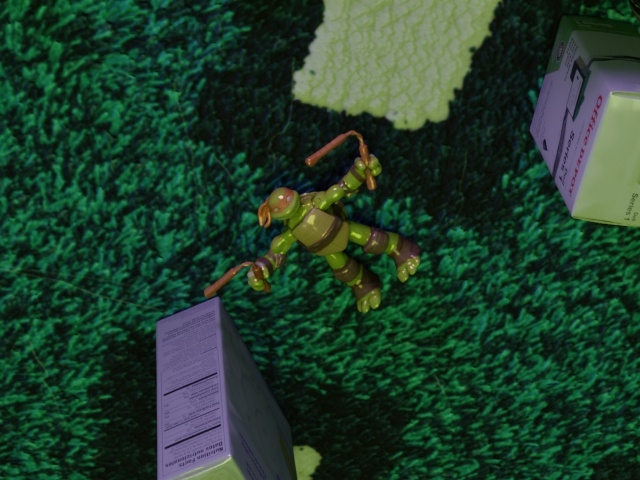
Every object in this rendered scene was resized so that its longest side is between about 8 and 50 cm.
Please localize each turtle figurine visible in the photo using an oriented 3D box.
[{"bbox_3d":[0.000,0.000,1.805,0.217,0.087,0.269,36,102,-30],"label":"turtle figurine"}]

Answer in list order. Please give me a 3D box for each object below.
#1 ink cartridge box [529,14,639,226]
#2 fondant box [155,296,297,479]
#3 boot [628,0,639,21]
[{"bbox_3d":[0.318,-0.137,1.678,0.093,0.219,0.160,7,119,-10],"label":"ink cartridge box"},{"bbox_3d":[-0.108,0.258,1.801,0.096,0.330,0.238,-22,120,7],"label":"fondant box"},{"bbox_3d":[0.423,-0.412,1.525,0.377,0.138,0.284,-41,139,13],"label":"boot"}]
